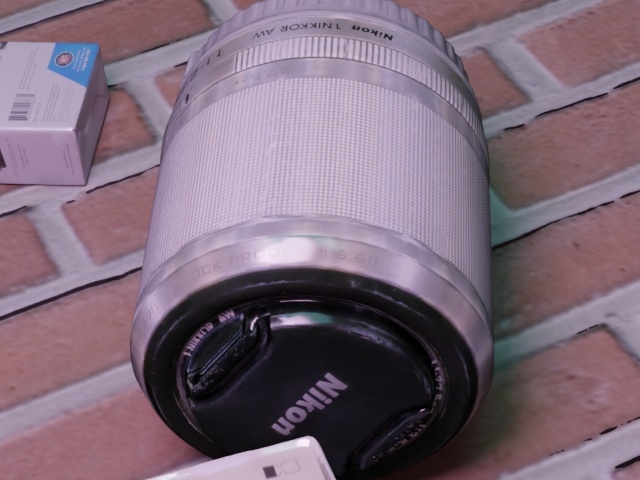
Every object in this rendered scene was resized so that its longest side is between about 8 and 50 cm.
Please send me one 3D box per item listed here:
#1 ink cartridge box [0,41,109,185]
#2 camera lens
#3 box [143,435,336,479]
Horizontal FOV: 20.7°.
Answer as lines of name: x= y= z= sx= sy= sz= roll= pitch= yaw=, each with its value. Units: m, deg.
ink cartridge box: x=-0.263 y=-0.100 z=1.357 sx=0.180 sy=0.060 sz=0.104 roll=2 pitch=46 yaw=7
camera lens: x=0.000 y=0.000 z=1.121 sx=0.219 sy=0.219 sz=0.274 roll=-1 pitch=45 yaw=5
box: x=-0.041 y=0.247 z=0.817 sx=0.148 sy=0.311 sz=0.121 roll=-16 pitch=46 yaw=-9
